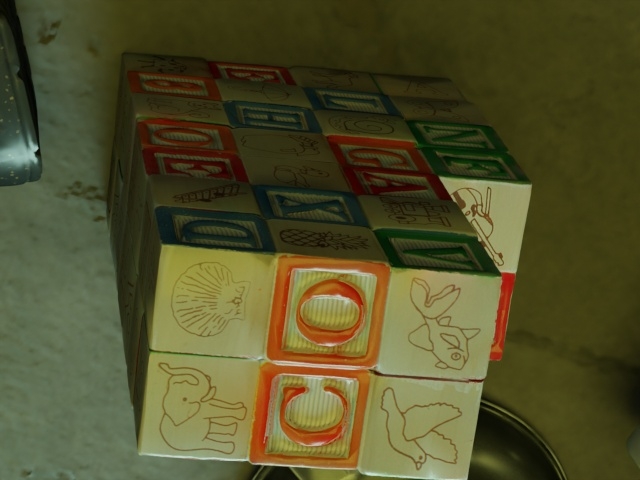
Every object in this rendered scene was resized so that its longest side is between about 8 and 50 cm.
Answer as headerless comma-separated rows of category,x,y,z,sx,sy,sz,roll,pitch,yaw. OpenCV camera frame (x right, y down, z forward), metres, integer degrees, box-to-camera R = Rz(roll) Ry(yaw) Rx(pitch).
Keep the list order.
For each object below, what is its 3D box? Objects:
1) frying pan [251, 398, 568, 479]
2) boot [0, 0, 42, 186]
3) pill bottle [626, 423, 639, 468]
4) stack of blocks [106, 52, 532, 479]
frying pan,0.032,0.118,1.053,0.197,0.053,0.326,-17,114,-4
boot,-0.259,-0.148,0.864,0.222,0.118,0.338,-11,114,-4
pill bottle,0.299,0.035,0.998,0.169,0.169,0.301,37,99,-19
stack of blocks,0.000,0.000,0.869,0.171,0.297,0.087,5,108,-10
